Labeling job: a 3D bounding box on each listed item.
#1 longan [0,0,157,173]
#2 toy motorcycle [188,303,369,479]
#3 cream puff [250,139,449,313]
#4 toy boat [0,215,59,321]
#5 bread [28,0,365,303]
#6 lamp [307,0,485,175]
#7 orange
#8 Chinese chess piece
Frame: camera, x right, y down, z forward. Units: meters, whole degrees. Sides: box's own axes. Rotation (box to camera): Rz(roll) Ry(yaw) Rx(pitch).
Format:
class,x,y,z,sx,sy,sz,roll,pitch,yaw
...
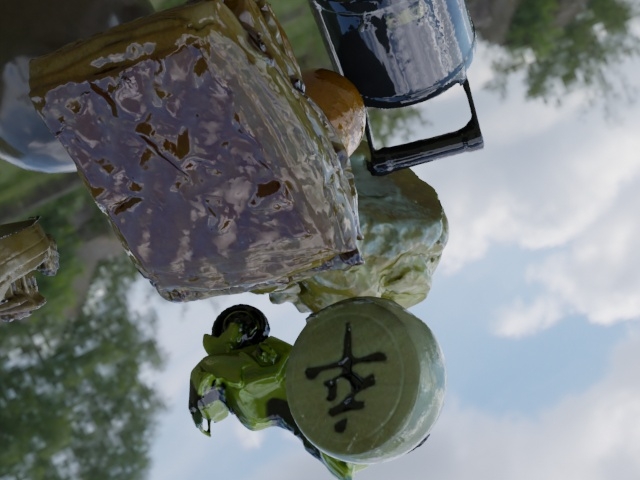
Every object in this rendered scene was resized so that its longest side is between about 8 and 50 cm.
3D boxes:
class,x,y,z,sx,sy,sz,roll,pitch,yaw
longan,-0.326,-0.222,1.600,0.297,0.297,0.297,-23,-170,4
toy motorcycle,-0.063,0.234,1.911,0.206,0.342,0.142,-52,153,-14
cream puff,0.000,0.000,1.942,0.275,0.378,0.378,-65,172,25
toy boat,-0.238,0.026,0.983,0.064,0.072,0.206,-11,-172,1
bread,-0.104,-0.102,1.288,0.277,0.324,0.167,-11,-144,32
lamp,0.088,-0.312,1.720,0.205,0.374,0.272,-14,160,10
orange,-0.017,-0.138,1.597,0.156,0.124,0.156,-24,-149,15
Chinese chess piece,0.050,0.156,1.459,0.188,0.188,0.083,-19,160,27
